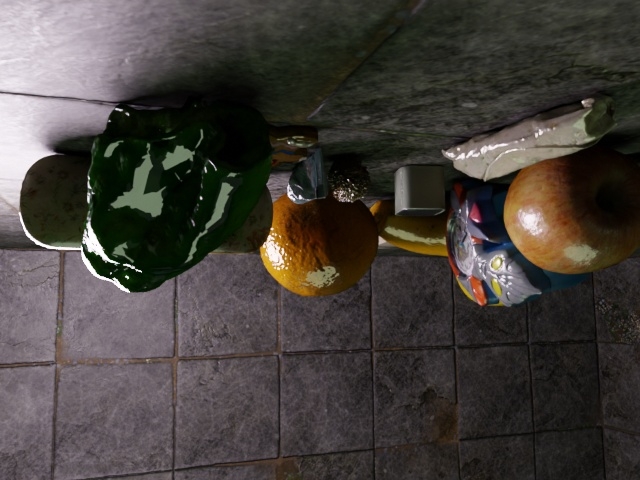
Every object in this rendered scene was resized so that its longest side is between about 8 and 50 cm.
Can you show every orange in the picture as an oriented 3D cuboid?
[{"bbox_3d":[0.000,0.000,1.203,0.264,0.264,0.264,-1,174,0],"label":"orange"}]

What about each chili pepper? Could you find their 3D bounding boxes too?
[{"bbox_3d":[-0.207,-0.043,0.747,0.213,0.167,0.385,14,148,-27],"label":"chili pepper"}]

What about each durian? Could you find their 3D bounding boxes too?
[{"bbox_3d":[0.048,-0.101,0.957,0.080,0.080,0.091,0,152,-9],"label":"durian"}]

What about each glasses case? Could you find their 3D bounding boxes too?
[{"bbox_3d":[-0.287,-0.057,0.976,0.425,0.156,0.098,3,-179,-27],"label":"glasses case"}]

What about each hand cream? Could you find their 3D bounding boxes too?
[{"bbox_3d":[-0.025,-0.100,0.991,0.052,0.075,0.248,-28,-177,-9],"label":"hand cream"}]

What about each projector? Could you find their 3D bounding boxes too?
[{"bbox_3d":[0.185,-0.092,1.043,0.083,0.082,0.083,1,174,-8],"label":"projector"}]

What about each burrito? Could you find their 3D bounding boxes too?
[{"bbox_3d":[0.281,-0.135,0.776,0.082,0.059,0.275,19,165,-25],"label":"burrito"}]

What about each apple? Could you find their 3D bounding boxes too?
[{"bbox_3d":[0.407,-0.050,0.892,0.211,0.211,0.188,0,166,-8],"label":"apple"}]

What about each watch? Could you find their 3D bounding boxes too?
[{"bbox_3d":[0.413,0.000,1.084,0.275,0.241,0.305,-10,-152,-12],"label":"watch"}]

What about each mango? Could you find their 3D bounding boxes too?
[{"bbox_3d":[0.289,-0.035,1.330,0.359,0.144,0.187,4,163,9],"label":"mango"}]

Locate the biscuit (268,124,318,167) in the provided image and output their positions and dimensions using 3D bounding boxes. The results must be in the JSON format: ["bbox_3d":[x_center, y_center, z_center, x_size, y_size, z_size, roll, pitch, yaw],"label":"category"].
[{"bbox_3d":[-0.083,-0.137,0.863,0.138,0.031,0.205,1,175,-20],"label":"biscuit"}]

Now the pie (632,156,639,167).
[{"bbox_3d":[0.569,-0.111,0.997,0.129,0.068,0.282,5,176,-34],"label":"pie"}]

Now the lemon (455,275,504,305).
[{"bbox_3d":[0.549,0.059,1.657,0.285,0.285,0.316,1,142,-15],"label":"lemon"}]

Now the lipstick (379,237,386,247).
[{"bbox_3d":[0.228,-0.031,1.625,0.080,0.076,0.371,3,173,-12],"label":"lipstick"}]
